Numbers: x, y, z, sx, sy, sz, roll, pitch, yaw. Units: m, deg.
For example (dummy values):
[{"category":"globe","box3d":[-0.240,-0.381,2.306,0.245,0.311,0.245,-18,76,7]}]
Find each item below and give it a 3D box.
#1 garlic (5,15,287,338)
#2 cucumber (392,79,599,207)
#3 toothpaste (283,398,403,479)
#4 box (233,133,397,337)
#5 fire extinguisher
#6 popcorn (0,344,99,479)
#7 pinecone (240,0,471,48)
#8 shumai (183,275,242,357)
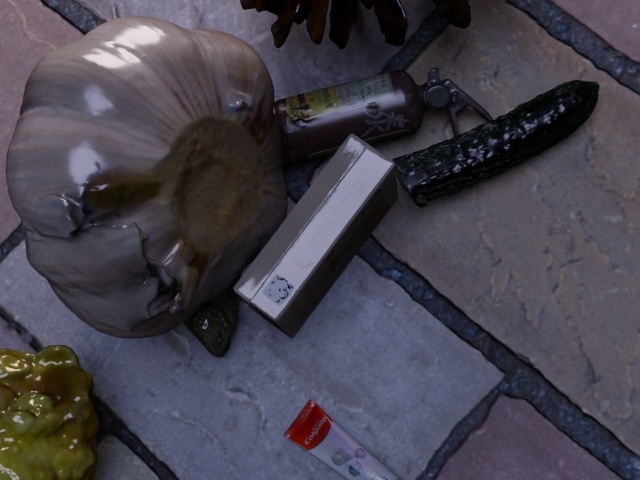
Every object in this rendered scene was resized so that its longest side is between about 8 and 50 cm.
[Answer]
[{"category":"garlic","box3d":[-0.163,-0.068,1.016,0.241,0.322,0.322,19,78,16]},{"category":"cucumber","box3d":[0.195,-0.105,1.117,0.245,0.067,0.067,-23,72,-6]},{"category":"toothpaste","box3d":[0.047,0.238,1.069,0.190,0.031,0.048,35,86,20]},{"category":"box","box3d":[0.000,0.000,1.085,0.058,0.141,0.201,36,84,12]},{"category":"fire extinguisher","box3d":[0.065,-0.132,1.159,0.252,0.106,0.075,-13,35,4]},{"category":"popcorn","box3d":[-0.313,0.205,1.059,0.197,0.155,0.197,7,50,-9]},{"category":"pinecone","box3d":[0.066,-0.380,1.066,0.397,0.398,0.398,-3,74,9]},{"category":"shumai","box3d":[-0.107,0.074,1.122,0.080,0.082,0.083,-39,113,-11]}]
